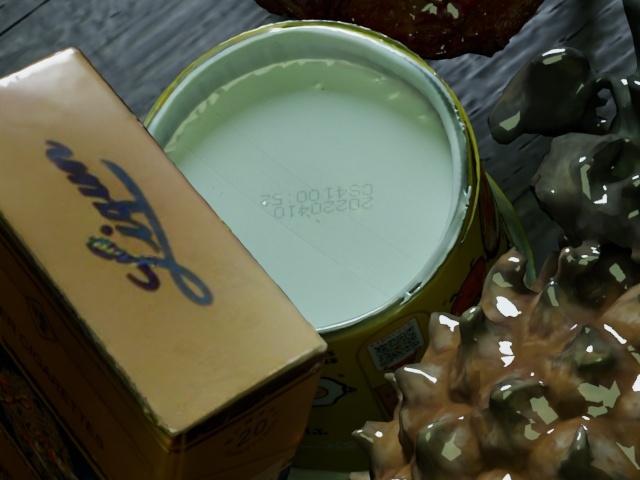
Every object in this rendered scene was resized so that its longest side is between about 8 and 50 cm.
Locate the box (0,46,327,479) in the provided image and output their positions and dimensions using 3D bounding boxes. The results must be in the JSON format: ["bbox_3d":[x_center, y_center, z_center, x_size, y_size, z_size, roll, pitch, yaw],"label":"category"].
[{"bbox_3d":[-0.084,0.062,0.632,0.070,0.237,0.152,-28,64,-29],"label":"box"}]

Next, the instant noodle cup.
[{"bbox_3d":[0.000,0.000,0.697,0.182,0.144,0.182,-3,68,8],"label":"instant noodle cup"}]

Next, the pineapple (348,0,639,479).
[{"bbox_3d":[0.130,0.044,0.561,0.223,0.223,0.357,15,98,14],"label":"pineapple"}]

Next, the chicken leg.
[{"bbox_3d":[0.061,-0.125,0.746,0.205,0.053,0.093,-2,42,-28],"label":"chicken leg"}]
